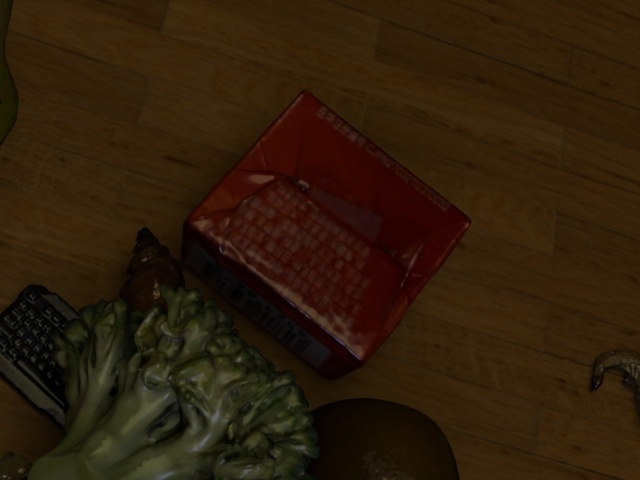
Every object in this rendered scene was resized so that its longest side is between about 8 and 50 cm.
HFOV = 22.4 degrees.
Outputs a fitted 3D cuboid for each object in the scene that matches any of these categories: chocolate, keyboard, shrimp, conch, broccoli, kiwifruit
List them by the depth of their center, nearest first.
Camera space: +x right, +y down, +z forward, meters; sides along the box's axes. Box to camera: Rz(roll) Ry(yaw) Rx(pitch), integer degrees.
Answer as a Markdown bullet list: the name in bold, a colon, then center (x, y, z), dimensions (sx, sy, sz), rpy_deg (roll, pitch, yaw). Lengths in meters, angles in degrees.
- **broccoli**: center (-0.150, 0.171, 1.434), dimensions (0.245, 0.288, 0.247), rpy_deg (-21, 106, -52)
- **kiwifruit**: center (0.042, 0.269, 1.527), dimensions (0.196, 0.196, 0.234), rpy_deg (8, 69, -18)
- **keyboard**: center (-0.217, 0.155, 1.589), dimensions (0.262, 0.016, 0.106), rpy_deg (43, 56, 4)
- **conch**: center (-0.145, 0.098, 1.615), dimensions (0.086, 0.080, 0.232), rpy_deg (-27, 87, -15)
- **chocolate**: center (0.000, 0.000, 1.706), dimensions (0.237, 0.108, 0.235), rpy_deg (37, 57, 2)
- **shrimp**: center (0.341, 0.173, 1.799), dimensions (0.083, 0.023, 0.114), rpy_deg (2, 58, -18)

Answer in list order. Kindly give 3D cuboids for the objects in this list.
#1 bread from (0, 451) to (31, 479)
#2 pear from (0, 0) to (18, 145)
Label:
- **bread**: center (-0.266, 0.304, 1.441), dimensions (0.138, 0.102, 0.196), rpy_deg (-35, 81, -30)
- **pear**: center (-0.454, -0.188, 1.483), dimensions (0.391, 0.391, 0.391), rpy_deg (9, 61, -17)
